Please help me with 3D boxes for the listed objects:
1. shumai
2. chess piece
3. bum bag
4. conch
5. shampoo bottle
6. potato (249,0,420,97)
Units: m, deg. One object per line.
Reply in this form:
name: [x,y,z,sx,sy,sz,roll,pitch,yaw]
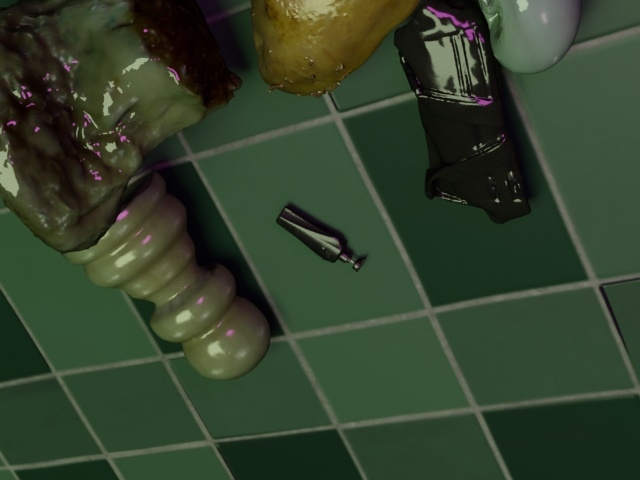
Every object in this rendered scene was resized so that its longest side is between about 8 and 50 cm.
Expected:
shumai: [-0.279,-0.196,1.583,0.323,0.397,0.324,-29,113,9]
chess piece: [-0.208,0.072,1.808,0.182,0.182,0.330,-27,112,37]
bum bag: [0.167,-0.149,1.511,0.142,0.079,0.326,2,126,32]
conch: [0.208,-0.292,1.362,0.221,0.121,0.185,57,169,-27]
shampoo bottle: [0.000,0.000,1.735,0.137,0.027,0.048,34,132,2]
potato: [0.015,-0.294,1.454,0.173,0.140,0.300,38,126,-8]
